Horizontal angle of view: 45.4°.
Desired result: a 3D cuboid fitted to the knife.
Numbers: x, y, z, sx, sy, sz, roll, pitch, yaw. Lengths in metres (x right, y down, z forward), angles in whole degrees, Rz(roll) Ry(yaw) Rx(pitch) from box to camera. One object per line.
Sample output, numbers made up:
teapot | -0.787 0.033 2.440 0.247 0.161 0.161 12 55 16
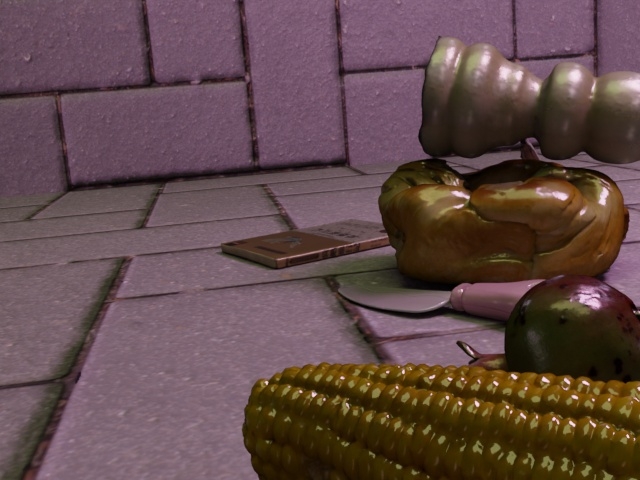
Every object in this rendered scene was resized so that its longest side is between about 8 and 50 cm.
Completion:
knife | 0.144 0.079 0.965 0.336 0.043 0.081 -3 16 41

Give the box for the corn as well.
corn | 0.108 0.132 0.450 0.364 0.120 0.120 3 13 34

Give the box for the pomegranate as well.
pomegranate | 0.197 0.097 0.629 0.130 0.129 0.159 -13 -13 -36

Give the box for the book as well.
book | 0.000 0.000 1.420 0.311 0.021 0.217 -11 13 -31

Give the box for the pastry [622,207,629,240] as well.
pastry | 0.462 -0.026 1.276 0.109 0.057 0.097 -5 9 -7

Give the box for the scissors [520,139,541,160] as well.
scissors | 0.383 -0.093 1.298 0.109 0.022 0.300 1 -24 32

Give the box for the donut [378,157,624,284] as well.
donut | 0.253 -0.034 1.122 0.361 0.169 0.360 -2 10 0

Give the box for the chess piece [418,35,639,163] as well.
chess piece | 0.323 -0.190 1.107 0.331 0.182 0.182 10 15 18
